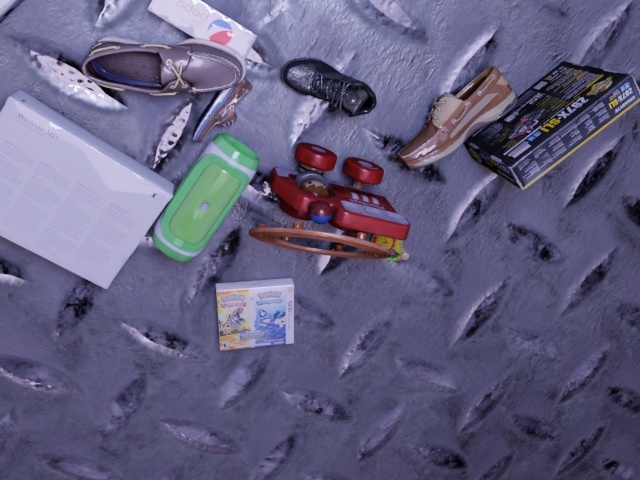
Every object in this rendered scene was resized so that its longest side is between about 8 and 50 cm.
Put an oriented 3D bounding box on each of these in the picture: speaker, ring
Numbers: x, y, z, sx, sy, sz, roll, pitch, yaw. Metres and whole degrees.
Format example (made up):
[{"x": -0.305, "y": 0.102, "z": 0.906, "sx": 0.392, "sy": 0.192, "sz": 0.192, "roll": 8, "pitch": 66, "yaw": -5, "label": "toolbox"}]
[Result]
[{"x": -0.267, "y": -0.097, "z": 1.321, "sx": 0.131, "sy": 0.131, "sz": 0.296, "roll": 31, "pitch": 104, "yaw": -23, "label": "speaker"}, {"x": 0.000, "y": 0.000, "z": 1.334, "sx": 0.337, "sy": 0.336, "sz": 0.032, "roll": 11, "pitch": 83, "yaw": -17, "label": "ring"}]

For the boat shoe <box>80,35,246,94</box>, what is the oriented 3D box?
[{"x": -0.319, "y": -0.351, "z": 1.171, "sx": 0.324, "sy": 0.096, "sz": 0.116, "roll": 6, "pitch": 127, "yaw": -2, "label": "boat shoe"}]

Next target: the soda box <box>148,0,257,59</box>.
[{"x": -0.244, "y": -0.457, "z": 1.193, "sx": 0.216, "sy": 0.069, "sz": 0.074, "roll": 26, "pitch": 106, "yaw": -22, "label": "soda box"}]

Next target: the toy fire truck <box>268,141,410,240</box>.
[{"x": 0.038, "y": -0.096, "z": 1.316, "sx": 0.302, "sy": 0.254, "sz": 0.169, "roll": 13, "pitch": 110, "yaw": -18, "label": "toy fire truck"}]

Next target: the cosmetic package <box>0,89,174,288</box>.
[{"x": -0.565, "y": -0.102, "z": 1.268, "sx": 0.377, "sy": 0.097, "sz": 0.284, "roll": 34, "pitch": 105, "yaw": -24, "label": "cosmetic package"}]

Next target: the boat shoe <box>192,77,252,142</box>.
[{"x": -0.218, "y": -0.288, "z": 1.277, "sx": 0.066, "sy": 0.066, "sz": 0.183, "roll": 32, "pitch": 104, "yaw": -25, "label": "boat shoe"}]

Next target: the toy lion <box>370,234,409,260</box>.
[{"x": 0.182, "y": 0.012, "z": 1.525, "sx": 0.096, "sy": 0.034, "sz": 0.100, "roll": -14, "pitch": 117, "yaw": 2, "label": "toy lion"}]

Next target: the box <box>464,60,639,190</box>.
[{"x": 0.526, "y": -0.279, "z": 1.341, "sx": 0.322, "sy": 0.257, "sz": 0.079, "roll": -38, "pitch": 117, "yaw": 5, "label": "box"}]

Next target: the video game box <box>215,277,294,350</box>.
[{"x": -0.171, "y": 0.197, "z": 1.520, "sx": 0.205, "sy": 0.048, "sz": 0.187, "roll": -4, "pitch": 112, "yaw": -11, "label": "video game box"}]

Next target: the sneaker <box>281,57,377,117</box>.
[{"x": 0.027, "y": -0.342, "z": 1.274, "sx": 0.228, "sy": 0.130, "sz": 0.087, "roll": 19, "pitch": 107, "yaw": -18, "label": "sneaker"}]

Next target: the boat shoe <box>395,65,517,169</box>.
[{"x": 0.313, "y": -0.298, "z": 1.372, "sx": 0.324, "sy": 0.122, "sz": 0.120, "roll": -36, "pitch": 111, "yaw": -4, "label": "boat shoe"}]

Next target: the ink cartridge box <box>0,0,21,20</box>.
[{"x": -0.658, "y": -0.487, "z": 1.077, "sx": 0.208, "sy": 0.087, "sz": 0.153, "roll": -39, "pitch": 116, "yaw": 6, "label": "ink cartridge box"}]
